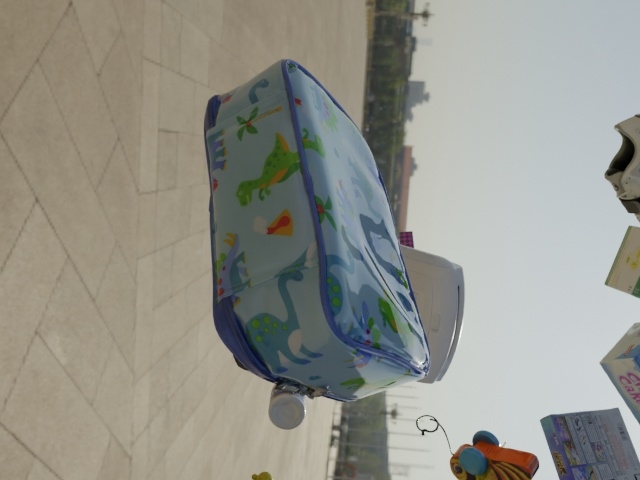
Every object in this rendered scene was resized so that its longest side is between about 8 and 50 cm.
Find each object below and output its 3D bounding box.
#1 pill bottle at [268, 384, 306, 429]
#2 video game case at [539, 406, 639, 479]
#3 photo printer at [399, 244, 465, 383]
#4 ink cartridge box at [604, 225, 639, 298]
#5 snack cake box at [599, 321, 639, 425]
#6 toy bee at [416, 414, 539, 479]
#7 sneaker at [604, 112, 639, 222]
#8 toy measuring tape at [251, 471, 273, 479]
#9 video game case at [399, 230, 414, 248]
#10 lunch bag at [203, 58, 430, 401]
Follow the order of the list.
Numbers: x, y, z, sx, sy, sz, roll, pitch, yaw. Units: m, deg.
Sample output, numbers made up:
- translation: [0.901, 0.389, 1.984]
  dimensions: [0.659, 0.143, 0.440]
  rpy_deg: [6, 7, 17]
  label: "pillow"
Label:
- translation: [-0.099, 0.487, 1.919]
  dimensions: [0.186, 0.112, 0.111]
  rpy_deg: [-95, -172, -79]
  label: "pill bottle"
- translation: [0.759, 0.608, 1.721]
  dimensions: [0.061, 0.245, 0.269]
  rpy_deg: [122, -36, -54]
  label: "video game case"
- translation: [0.151, 0.134, 1.279]
  dimensions: [0.107, 0.308, 0.255]
  rpy_deg: [0, 102, -45]
  label: "photo printer"
- translation: [0.807, 0.063, 1.518]
  dimensions: [0.235, 0.056, 0.171]
  rpy_deg: [-126, -124, -80]
  label: "ink cartridge box"
- translation: [0.703, 0.309, 1.262]
  dimensions: [0.264, 0.152, 0.089]
  rpy_deg: [56, -28, 0]
  label: "snack cake box"
- translation: [0.397, 0.555, 1.566]
  dimensions: [0.298, 0.195, 0.162]
  rpy_deg: [28, -49, 55]
  label: "toy bee"
- translation: [0.687, -0.112, 1.354]
  dimensions: [0.122, 0.147, 0.330]
  rpy_deg: [-82, 164, -74]
  label: "sneaker"
- translation: [-0.206, 0.635, 1.354]
  dimensions: [0.330, 0.122, 0.121]
  rpy_deg: [-51, 151, -45]
  label: "toy measuring tape"
- translation: [0.230, 0.127, 1.596]
  dimensions: [0.232, 0.042, 0.210]
  rpy_deg: [-84, 166, -53]
  label: "video game case"
- translation: [0.000, 0.000, 0.447]
  dimensions: [0.176, 0.090, 0.218]
  rpy_deg: [33, 40, -54]
  label: "lunch bag"
